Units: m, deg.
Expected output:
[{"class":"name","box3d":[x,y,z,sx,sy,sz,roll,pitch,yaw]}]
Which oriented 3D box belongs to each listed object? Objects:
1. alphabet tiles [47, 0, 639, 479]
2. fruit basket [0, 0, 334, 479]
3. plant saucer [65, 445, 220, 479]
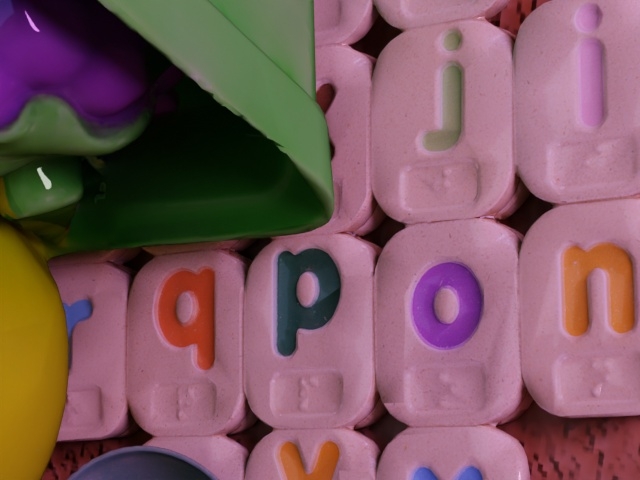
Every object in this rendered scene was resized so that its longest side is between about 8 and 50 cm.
[{"class":"alphabet tiles","box3d":[0.000,0.000,0.610,0.284,0.021,0.278,-7,80,34]},{"class":"fruit basket","box3d":[-0.192,-0.025,0.587,0.392,0.283,0.392,-18,53,26]},{"class":"plant saucer","box3d":[-0.060,0.134,0.606,0.119,0.021,0.119,-5,80,34]}]
